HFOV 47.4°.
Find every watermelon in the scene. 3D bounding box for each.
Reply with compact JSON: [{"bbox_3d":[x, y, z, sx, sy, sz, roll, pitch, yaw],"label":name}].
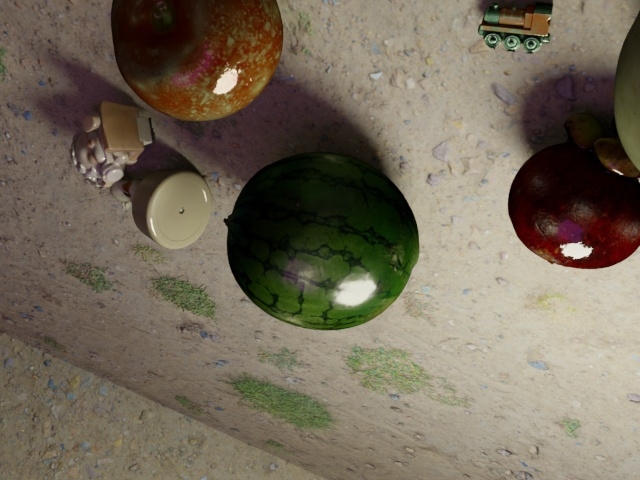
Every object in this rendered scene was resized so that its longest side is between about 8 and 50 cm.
[{"bbox_3d":[0.000,0.000,1.345,0.364,0.363,0.363,16,143,12],"label":"watermelon"}]

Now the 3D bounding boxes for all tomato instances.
[{"bbox_3d":[-0.181,-0.318,1.128,0.270,0.270,0.223,0,176,30],"label":"tomato"}]

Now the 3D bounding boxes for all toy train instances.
[{"bbox_3d":[0.277,-0.307,1.039,0.103,0.044,0.064,10,138,16],"label":"toy train"}]

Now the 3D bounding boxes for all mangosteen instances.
[{"bbox_3d":[0.410,-0.083,1.128,0.215,0.215,0.257,19,112,9],"label":"mangosteen"}]

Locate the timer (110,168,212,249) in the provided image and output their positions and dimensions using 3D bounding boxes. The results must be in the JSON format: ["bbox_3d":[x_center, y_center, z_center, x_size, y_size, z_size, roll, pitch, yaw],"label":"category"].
[{"bbox_3d":[-0.394,-0.097,1.629,0.266,0.175,0.175,19,147,37],"label":"timer"}]

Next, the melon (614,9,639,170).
[{"bbox_3d":[0.492,-0.186,0.888,0.272,0.271,0.308,12,148,17],"label":"melon"}]

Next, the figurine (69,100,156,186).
[{"bbox_3d":[-0.453,-0.196,1.516,0.237,0.141,0.162,-18,81,50],"label":"figurine"}]
